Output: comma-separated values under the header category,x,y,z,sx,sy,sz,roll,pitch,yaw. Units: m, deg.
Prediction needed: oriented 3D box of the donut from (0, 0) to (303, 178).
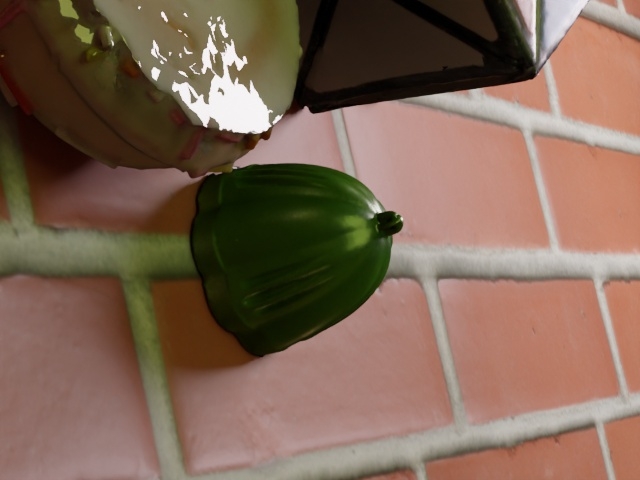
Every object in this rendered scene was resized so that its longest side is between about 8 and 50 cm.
category,x,y,z,sx,sy,sz,roll,pitch,yaw
donut,-0.161,-0.224,1.352,0.383,0.142,0.382,37,44,-47

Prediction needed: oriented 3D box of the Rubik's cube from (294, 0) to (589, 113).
category,x,y,z,sx,sy,sz,roll,pitch,yaw
Rubik's cube,0.087,-0.335,1.654,0.305,0.310,0.307,-53,124,-38

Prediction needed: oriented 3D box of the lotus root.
category,x,y,z,sx,sy,sz,roll,pitch,yaw
lotus root,0.000,0.000,1.508,0.186,0.186,0.186,37,45,-49
